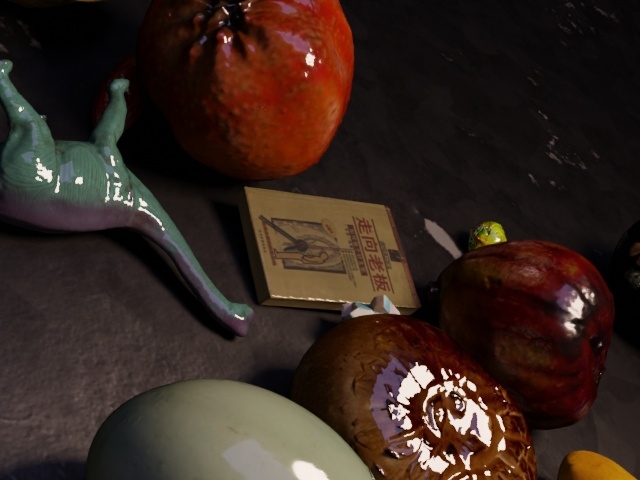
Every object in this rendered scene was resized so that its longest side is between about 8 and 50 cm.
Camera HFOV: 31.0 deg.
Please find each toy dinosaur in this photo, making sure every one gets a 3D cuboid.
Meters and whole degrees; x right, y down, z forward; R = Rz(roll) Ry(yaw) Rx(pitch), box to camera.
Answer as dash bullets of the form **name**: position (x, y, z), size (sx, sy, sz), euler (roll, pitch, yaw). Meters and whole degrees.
- **toy dinosaur**: position (-0.265, -0.020, 1.216), size (0.383, 0.129, 0.331), euler (-8, 65, -47)

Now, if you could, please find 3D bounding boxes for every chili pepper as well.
- **chili pepper**: position (-0.246, -0.184, 1.446), size (0.059, 0.050, 0.191), euler (33, 47, -17)

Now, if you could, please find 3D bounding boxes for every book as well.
- **book**: position (0.012, 0.016, 1.450), size (0.231, 0.026, 0.161), euler (6, 56, -34)

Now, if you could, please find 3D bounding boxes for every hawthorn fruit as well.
- **hawthorn fruit**: position (-0.083, -0.206, 1.462), size (0.287, 0.287, 0.330), euler (59, -4, 25)

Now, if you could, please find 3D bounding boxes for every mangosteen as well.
- **mangosteen**: position (0.564, 0.068, 1.808), size (0.243, 0.243, 0.243), euler (26, 37, -21)

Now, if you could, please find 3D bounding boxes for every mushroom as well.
- **mushroom**: position (0.104, 0.207, 1.235), size (0.297, 0.163, 0.278), euler (37, 35, -13)

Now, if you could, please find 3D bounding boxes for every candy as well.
- **candy**: position (0.298, 0.038, 1.727), size (0.194, 0.058, 0.062), euler (36, 74, -22)

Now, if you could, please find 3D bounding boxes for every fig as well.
- **fig**: position (0.262, 0.108, 1.461), size (0.224, 0.224, 0.263), euler (5, 41, -40)

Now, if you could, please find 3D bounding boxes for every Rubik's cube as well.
- **Rubik's cube**: position (0.064, 0.104, 1.389), size (0.073, 0.075, 0.084), euler (-27, 87, -33)

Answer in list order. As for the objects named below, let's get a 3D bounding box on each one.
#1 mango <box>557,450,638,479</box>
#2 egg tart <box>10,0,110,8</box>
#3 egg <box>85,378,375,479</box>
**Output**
- **mango**: position (0.361, 0.353, 1.352), size (0.154, 0.126, 0.252), euler (14, 34, -49)
- **egg tart**: position (-0.373, -0.396, 1.496), size (0.319, 0.128, 0.319), euler (27, 37, -23)
- **egg**: position (-0.070, 0.232, 1.007), size (0.283, 0.203, 0.203), euler (28, 36, -11)
